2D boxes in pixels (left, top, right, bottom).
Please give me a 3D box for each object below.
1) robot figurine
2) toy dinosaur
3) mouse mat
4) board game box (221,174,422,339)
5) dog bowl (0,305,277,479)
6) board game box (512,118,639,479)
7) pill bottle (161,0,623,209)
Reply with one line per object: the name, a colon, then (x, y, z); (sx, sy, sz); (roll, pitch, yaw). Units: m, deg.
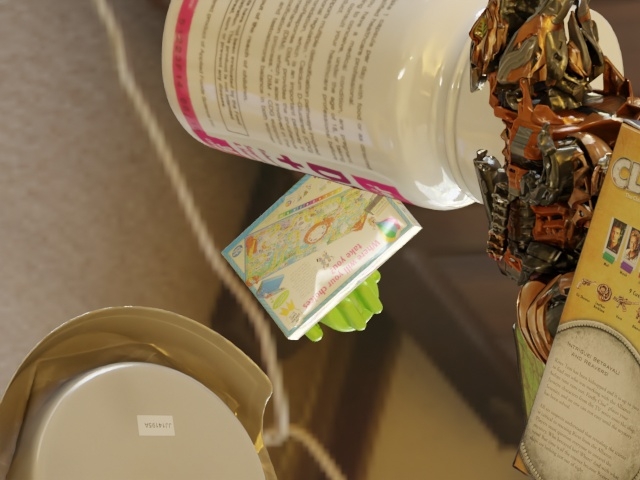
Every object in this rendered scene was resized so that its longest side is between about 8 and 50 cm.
robot figurine: (0.012, 0.051, 1.894); (0.101, 0.115, 0.067); (-46, 126, -15)
toy dinosaur: (0.174, 0.017, 0.976); (0.164, 0.218, 0.322); (-42, 108, -32)
mouse mat: (0.206, 0.181, 1.656); (0.152, 0.007, 0.190); (46, 34, -52)
board game box: (0.000, 0.000, 1.684); (0.103, 0.154, 0.026); (52, 12, 16)
dog bowl: (-0.170, 0.241, 1.747); (0.348, 0.102, 0.349); (17, 59, -31)
board game box: (0.191, 0.069, 0.734); (0.042, 0.243, 0.165); (3, 110, -40)
pill bottle: (0.046, -0.110, 1.249); (0.160, 0.283, 0.160); (-23, 120, -45)
